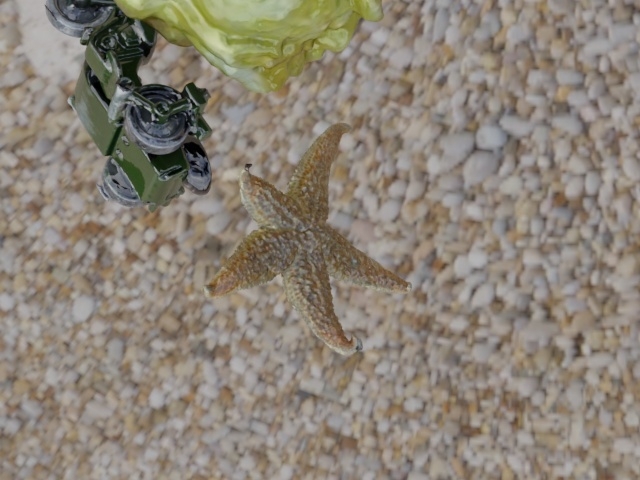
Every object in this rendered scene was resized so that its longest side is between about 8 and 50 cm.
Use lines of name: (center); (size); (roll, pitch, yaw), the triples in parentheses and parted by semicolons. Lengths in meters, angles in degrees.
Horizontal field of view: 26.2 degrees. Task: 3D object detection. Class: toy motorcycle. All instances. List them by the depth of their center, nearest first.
toy motorcycle: (-0.221, -0.167, 1.600); (0.275, 0.127, 0.205); (57, 150, 13)

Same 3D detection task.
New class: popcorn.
popcorn: (-0.064, -0.331, 1.414); (0.312, 0.312, 0.312); (3, 112, 8)

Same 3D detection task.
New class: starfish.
starfish: (-0.003, 0.003, 1.408); (0.231, 0.295, 0.048); (46, 135, -15)
